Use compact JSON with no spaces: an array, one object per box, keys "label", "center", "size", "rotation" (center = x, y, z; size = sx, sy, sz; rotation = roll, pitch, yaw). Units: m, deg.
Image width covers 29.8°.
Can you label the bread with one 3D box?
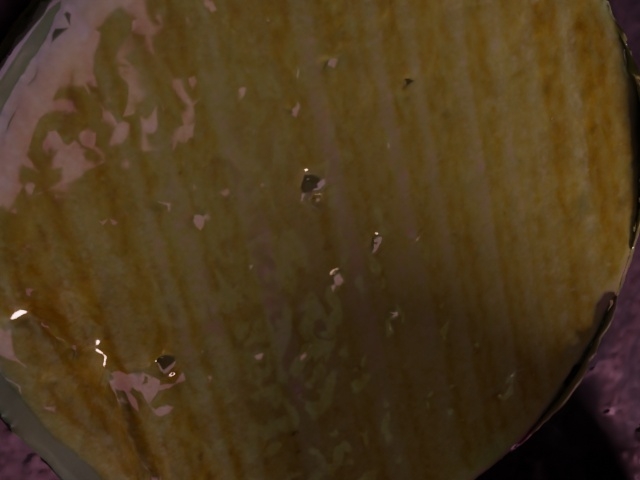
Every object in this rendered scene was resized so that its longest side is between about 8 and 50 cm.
[{"label":"bread","center":[0.004,-0.004,0.473],"size":[0.301,0.045,0.301],"rotation":[-10,117,-21]}]
